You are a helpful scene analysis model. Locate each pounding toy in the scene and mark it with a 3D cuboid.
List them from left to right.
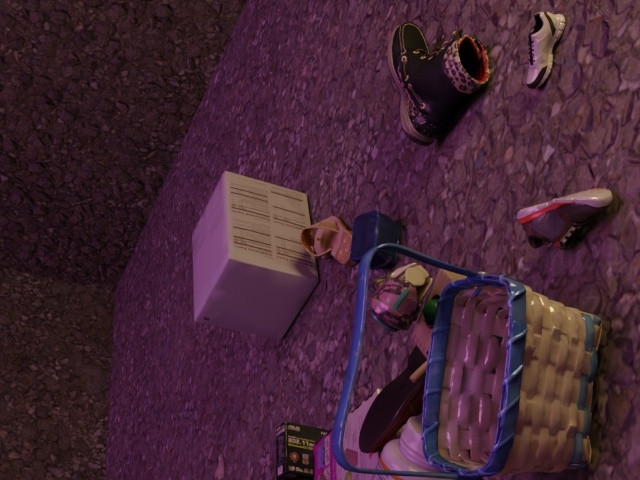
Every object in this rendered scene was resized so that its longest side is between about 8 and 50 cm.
[{"bbox_3d":[0.185,0.119,1.322,0.100,0.141,0.130,-124,52,-62],"label":"pounding toy"}]

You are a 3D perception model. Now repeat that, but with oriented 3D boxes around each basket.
[{"bbox_3d":[0.162,0.156,1.150,0.201,0.289,0.255,-15,61,65],"label":"basket"}]

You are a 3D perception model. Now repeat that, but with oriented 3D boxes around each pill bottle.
[{"bbox_3d":[0.120,0.352,1.370,0.117,0.117,0.215,-130,57,-64],"label":"pill bottle"}]

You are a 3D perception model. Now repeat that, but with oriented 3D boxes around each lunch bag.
[{"bbox_3d":[0.097,0.004,1.723,0.067,0.065,0.098,-14,61,49],"label":"lunch bag"}]

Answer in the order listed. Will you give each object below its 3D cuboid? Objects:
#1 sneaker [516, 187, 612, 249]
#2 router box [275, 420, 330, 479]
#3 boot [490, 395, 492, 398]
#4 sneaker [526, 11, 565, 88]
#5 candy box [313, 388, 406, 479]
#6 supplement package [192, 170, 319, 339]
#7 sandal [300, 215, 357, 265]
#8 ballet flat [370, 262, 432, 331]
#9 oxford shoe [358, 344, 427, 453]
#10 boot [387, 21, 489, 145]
[{"bbox_3d":[0.308,-0.023,1.249,0.158,0.061,0.065,-20,85,66],"label":"sneaker"},{"bbox_3d":[-0.015,0.362,1.695,0.038,0.122,0.092,-47,36,44],"label":"router box"},{"bbox_3d":[0.223,0.243,1.301,0.106,0.037,0.114,132,141,-54],"label":"boot"},{"bbox_3d":[0.303,-0.266,1.407,0.040,0.043,0.109,28,104,66],"label":"sneaker"},{"bbox_3d":[0.068,0.352,1.565,0.233,0.071,0.159,129,148,-48],"label":"candy box"},{"bbox_3d":[-0.142,0.032,2.116,0.199,0.198,0.263,-58,27,37],"label":"supplement package"},{"bbox_3d":[0.002,-0.006,1.944,0.240,0.079,0.088,-154,79,-68],"label":"sandal"},{"bbox_3d":[0.108,0.067,1.317,0.079,0.077,0.221,-51,-3,6],"label":"ballet flat"},{"bbox_3d":[0.133,0.227,1.433,0.212,0.076,0.076,-52,25,13],"label":"oxford shoe"},{"bbox_3d":[0.193,-0.294,1.645,0.178,0.085,0.236,-44,44,50],"label":"boot"}]
